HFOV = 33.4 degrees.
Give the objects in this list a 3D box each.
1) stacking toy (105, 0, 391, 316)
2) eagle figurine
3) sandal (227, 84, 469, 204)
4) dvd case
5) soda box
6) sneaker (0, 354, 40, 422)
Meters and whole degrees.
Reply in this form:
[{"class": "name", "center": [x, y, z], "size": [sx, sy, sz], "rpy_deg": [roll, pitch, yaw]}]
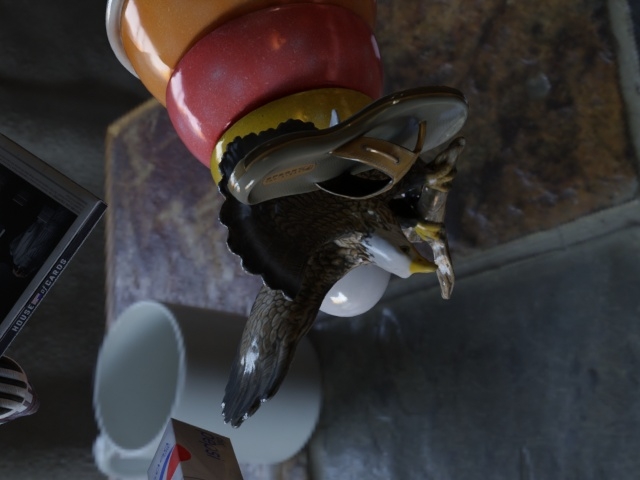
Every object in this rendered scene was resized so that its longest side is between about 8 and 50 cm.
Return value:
[{"class": "stacking toy", "center": [-0.039, -0.129, 1.240], "size": [0.351, 0.351, 0.479], "rpy_deg": [-38, 57, 33]}, {"class": "eagle figurine", "center": [0.006, 0.000, 0.959], "size": [0.225, 0.298, 0.226], "rpy_deg": [-22, 93, 61]}, {"class": "sandal", "center": [0.025, -0.054, 0.727], "size": [0.049, 0.180, 0.072], "rpy_deg": [60, 156, 24]}, {"class": "dvd case", "center": [-0.375, 0.014, 1.215], "size": [0.179, 0.029, 0.238], "rpy_deg": [31, 82, 26]}, {"class": "soda box", "center": [-0.161, 0.332, 1.397], "size": [0.091, 0.098, 0.286], "rpy_deg": [-66, 14, 5]}, {"class": "sneaker", "center": [-0.486, 0.184, 1.344], "size": [0.282, 0.162, 0.106], "rpy_deg": [13, 72, 9]}]
